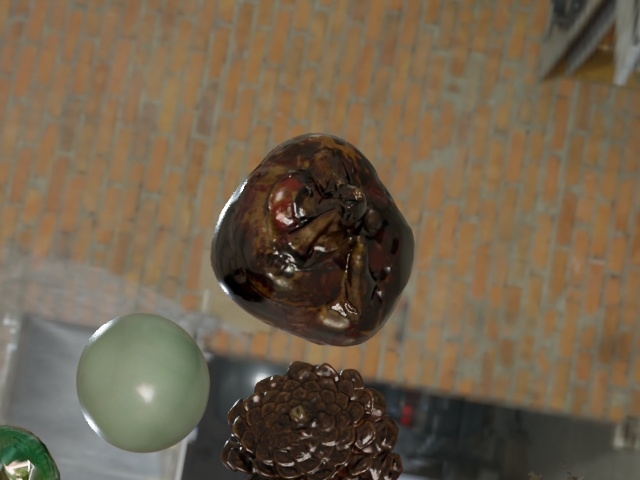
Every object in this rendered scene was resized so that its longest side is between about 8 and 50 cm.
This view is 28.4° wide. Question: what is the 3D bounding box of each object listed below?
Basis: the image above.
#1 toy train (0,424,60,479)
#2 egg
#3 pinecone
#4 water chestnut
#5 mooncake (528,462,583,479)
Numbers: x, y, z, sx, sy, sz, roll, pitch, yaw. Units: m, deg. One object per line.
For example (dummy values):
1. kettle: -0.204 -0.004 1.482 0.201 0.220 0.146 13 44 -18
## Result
1. toy train: -0.348 0.170 0.870 0.249 0.429 0.178 -38 -5 19
2. egg: -0.228 0.179 1.621 0.231 0.168 0.168 -134 51 -69
3. pinecone: -0.002 0.208 1.161 0.165 0.163 0.163 74 -160 -49
4. water chestnut: 0.000 0.000 1.694 0.289 0.244 0.289 19 -112 -56
5. mooncake: 0.298 0.161 0.913 0.347 0.150 0.057 -37 24 36
